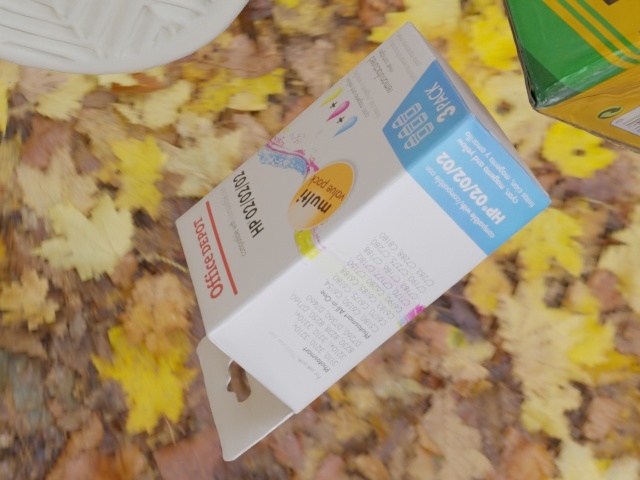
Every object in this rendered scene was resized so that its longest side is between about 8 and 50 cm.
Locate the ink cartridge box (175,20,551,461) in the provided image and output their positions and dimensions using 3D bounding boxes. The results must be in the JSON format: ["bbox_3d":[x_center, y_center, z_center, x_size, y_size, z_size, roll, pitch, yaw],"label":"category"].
[{"bbox_3d":[0.000,0.000,0.738,0.181,0.104,0.061,-41,119,10],"label":"ink cartridge box"}]

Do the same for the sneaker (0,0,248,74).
[{"bbox_3d":[-0.080,-0.200,0.343,0.131,0.148,0.350,-5,132,13],"label":"sneaker"}]

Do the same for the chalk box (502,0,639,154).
[{"bbox_3d":[0.173,-0.203,0.766,0.179,0.180,0.288,-24,68,31],"label":"chalk box"}]
